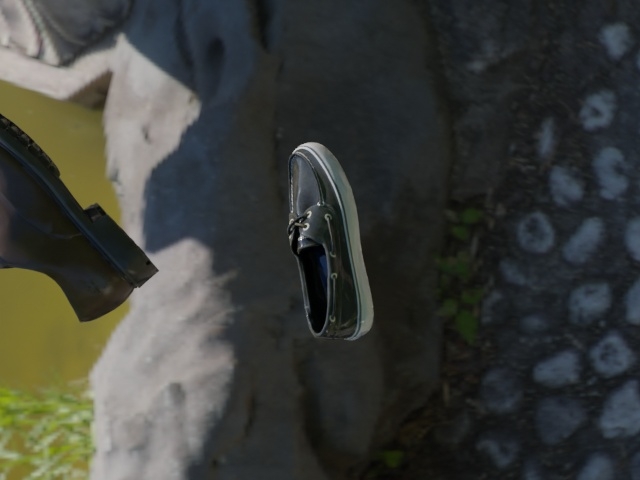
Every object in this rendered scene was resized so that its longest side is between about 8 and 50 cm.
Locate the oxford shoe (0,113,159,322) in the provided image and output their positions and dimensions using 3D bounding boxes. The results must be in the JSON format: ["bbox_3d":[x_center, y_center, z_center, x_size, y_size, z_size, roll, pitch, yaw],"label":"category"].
[{"bbox_3d":[-0.234,-0.027,1.057,0.096,0.083,0.227,-43,99,-3],"label":"oxford shoe"}]

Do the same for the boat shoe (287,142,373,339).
[{"bbox_3d":[0.000,0.000,0.954,0.049,0.040,0.142,-28,73,49],"label":"boat shoe"}]
